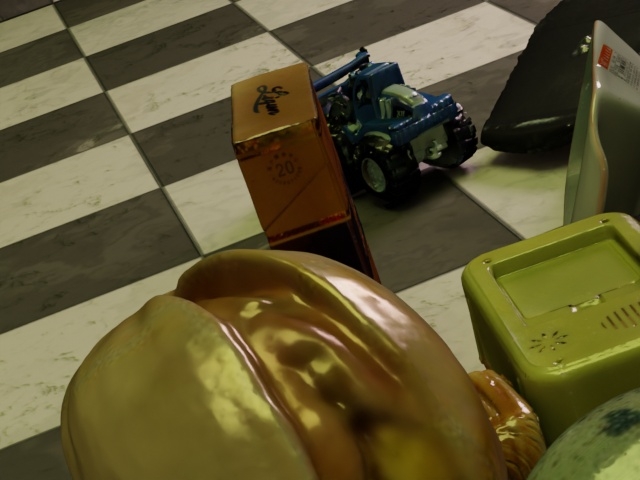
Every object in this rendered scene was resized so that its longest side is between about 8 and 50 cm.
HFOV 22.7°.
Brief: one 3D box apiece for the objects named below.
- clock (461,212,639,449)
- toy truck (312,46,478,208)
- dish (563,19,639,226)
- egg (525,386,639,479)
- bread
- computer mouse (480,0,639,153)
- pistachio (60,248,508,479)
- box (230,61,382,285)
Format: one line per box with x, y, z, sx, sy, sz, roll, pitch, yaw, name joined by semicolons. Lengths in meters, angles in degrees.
0.187;0.068;1.084;0.143;0.096;0.202;-17;23;-3;clock
0.045;-0.118;1.596;0.113;0.126;0.208;-31;24;-29;toy truck
0.247;-0.078;1.345;0.064;0.154;0.234;10;28;6;dish
0.177;0.150;0.832;0.181;0.141;0.141;-22;22;-18;egg
0.112;0.132;1.002;0.044;0.083;0.111;-13;24;-9;bread
0.280;-0.167;1.593;0.168;0.087;0.295;-6;38;44;computer mouse
-0.030;0.124;0.962;0.230;0.230;0.309;-30;42;-28;pistachio
0.001;0.000;1.199;0.070;0.237;0.152;-20;22;5;box
